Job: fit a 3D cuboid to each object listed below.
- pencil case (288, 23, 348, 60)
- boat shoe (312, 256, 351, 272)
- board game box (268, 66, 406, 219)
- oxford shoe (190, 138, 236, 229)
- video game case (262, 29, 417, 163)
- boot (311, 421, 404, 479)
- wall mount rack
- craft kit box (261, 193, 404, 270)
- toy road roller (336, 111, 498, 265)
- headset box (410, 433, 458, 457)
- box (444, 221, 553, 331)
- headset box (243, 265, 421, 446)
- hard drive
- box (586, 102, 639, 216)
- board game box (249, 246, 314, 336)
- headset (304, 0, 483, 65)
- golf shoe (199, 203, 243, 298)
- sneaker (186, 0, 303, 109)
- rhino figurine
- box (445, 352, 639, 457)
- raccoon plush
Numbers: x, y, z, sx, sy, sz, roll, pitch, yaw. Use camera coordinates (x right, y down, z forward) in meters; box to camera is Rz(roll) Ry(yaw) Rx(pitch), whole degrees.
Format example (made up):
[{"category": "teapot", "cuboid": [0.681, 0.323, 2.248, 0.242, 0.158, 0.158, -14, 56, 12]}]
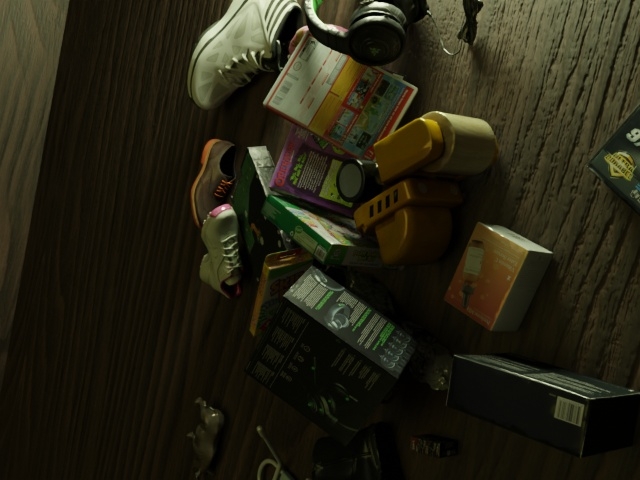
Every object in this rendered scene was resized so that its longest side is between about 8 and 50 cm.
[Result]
[{"category": "pencil case", "cuboid": [0.010, -0.314, 1.730, 0.167, 0.160, 0.386, -14, 75, 57]}, {"category": "boat shoe", "cuboid": [0.000, 0.000, 1.759, 0.084, 0.079, 0.233, -46, 52, 35]}, {"category": "board game box", "cuboid": [0.040, -0.242, 1.620, 0.056, 0.208, 0.347, 107, -176, -83]}, {"category": "oxford shoe", "cuboid": [-0.308, -0.161, 2.102, 0.098, 0.097, 0.272, 12, 94, 41]}, {"category": "video game case", "cuboid": [0.044, -0.317, 1.596, 0.285, 0.025, 0.204, 30, 83, 6]}, {"category": "boot", "cuboid": [0.081, 0.539, 1.584, 0.207, 0.094, 0.247, -31, 56, 37]}, {"category": "wall mount rack", "cuboid": [-0.081, 0.620, 1.715, 0.350, 0.130, 0.304, 33, 113, 44]}, {"category": "craft kit box", "cuboid": [0.034, -0.018, 1.600, 0.250, 0.246, 0.061, 38, 111, 42]}, {"category": "toy road roller", "cuboid": [0.208, -0.089, 1.456, 0.329, 0.202, 0.241, -31, 67, 46]}, {"category": "headset box", "cuboid": [0.229, 0.418, 1.466, 0.083, 0.062, 0.032, 0, 84, 48]}, {"category": "box", "cuboid": [0.338, 0.070, 1.373, 0.130, 0.091, 0.171, 35, 110, 44]}, {"category": "headset box", "cuboid": [0.026, 0.236, 1.427, 0.283, 0.131, 0.246, 34, 129, 9]}, {"category": "hard drive", "cuboid": [-0.142, -0.044, 1.877, 0.339, 0.064, 0.237, 66, 150, 28]}, {"category": "box", "cuboid": [0.573, -0.118, 1.172, 0.175, 0.051, 0.220, -54, 49, 28]}, {"category": "board game box", "cuboid": [-0.095, 0.125, 1.751, 0.039, 0.124, 0.259, 50, 140, 38]}, {"category": "headset", "cuboid": [0.150, -0.505, 1.547, 0.394, 0.185, 0.243, 23, 64, 17]}, {"category": "golf shoe", "cuboid": [-0.254, 0.034, 1.971, 0.140, 0.115, 0.306, 44, 145, 28]}, {"category": "sneaker", "cuboid": [-0.207, -0.498, 1.979, 0.447, 0.169, 0.257, -52, 49, 26]}, {"category": "rhino figurine", "cuboid": [-0.330, 0.579, 2.043, 0.106, 0.073, 0.243, 21, 102, 50]}, {"category": "box", "cuboid": [0.379, 0.273, 1.234, 0.261, 0.184, 0.103, 12, 96, 47]}, {"category": "raccoon plush", "cuboid": [0.055, 0.269, 1.585, 0.446, 0.216, 0.299, 45, 125, 40]}]
